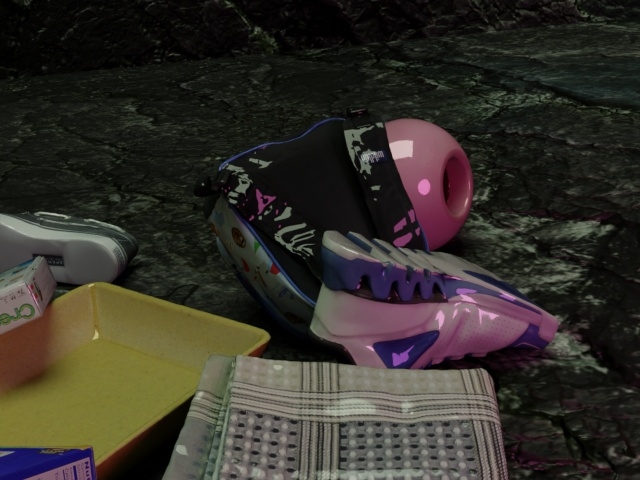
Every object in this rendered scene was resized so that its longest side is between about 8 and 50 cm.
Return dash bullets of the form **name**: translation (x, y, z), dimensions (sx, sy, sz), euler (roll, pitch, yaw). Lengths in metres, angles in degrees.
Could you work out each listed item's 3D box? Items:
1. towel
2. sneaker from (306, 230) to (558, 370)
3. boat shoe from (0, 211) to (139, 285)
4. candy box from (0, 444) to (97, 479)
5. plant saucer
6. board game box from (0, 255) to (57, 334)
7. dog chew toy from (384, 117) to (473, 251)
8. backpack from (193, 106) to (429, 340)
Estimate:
- **towel**: translation (0.015, 0.212, 0.886), dimensions (0.324, 0.056, 0.312), euler (3, 34, 4)
- **sneaker**: translation (0.107, 0.108, 1.107), dimensions (0.315, 0.182, 0.127), euler (15, 15, -29)
- **boat shoe**: translation (-0.437, 0.001, 1.503), dimensions (0.301, 0.108, 0.102), euler (5, 24, 15)
- **candy box**: translation (-0.371, 0.248, 0.751), dimensions (0.268, 0.122, 0.317), euler (-6, -4, 18)
- **plant saucer**: translation (-0.276, 0.178, 1.099), dimensions (0.332, 0.081, 0.332), euler (12, 31, 36)
- **board game box**: translation (-0.492, 0.117, 1.189), dimensions (0.305, 0.053, 0.193), euler (-25, 12, -6)
- **dog chew toy**: translation (0.063, -0.080, 1.456), dimensions (0.331, 0.207, 0.206), euler (0, 24, 35)
- **backpack**: translation (0.000, 0.000, 1.233), dimensions (0.276, 0.213, 0.263), euler (-27, 70, -25)
